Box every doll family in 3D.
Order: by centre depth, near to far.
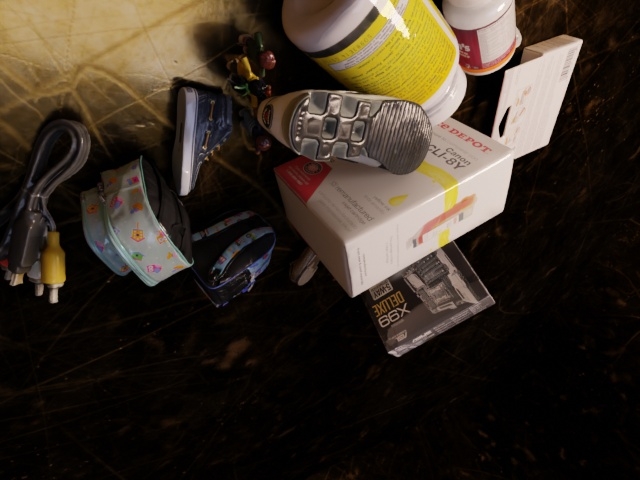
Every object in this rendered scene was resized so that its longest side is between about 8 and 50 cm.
[{"bbox_3d":[-0.105,-0.232,0.674,0.076,0.111,0.192,-28,139,-14],"label":"doll family"}]

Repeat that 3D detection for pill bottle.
[{"bbox_3d":[0.112,-0.325,0.697,0.334,0.188,0.187,21,111,-46],"label":"pill bottle"},{"bbox_3d":[0.297,-0.422,0.773,0.121,0.121,0.221,-47,151,8],"label":"pill bottle"}]

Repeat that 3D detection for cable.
[{"bbox_3d":[-0.431,-0.051,0.632,0.072,0.140,0.286,-14,125,-80],"label":"cable"}]

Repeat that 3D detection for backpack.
[{"bbox_3d":[-0.287,-0.021,0.667,0.145,0.188,0.165,-30,139,-12],"label":"backpack"},{"bbox_3d":[-0.177,0.025,0.830,0.173,0.158,0.116,-37,150,-22],"label":"backpack"}]

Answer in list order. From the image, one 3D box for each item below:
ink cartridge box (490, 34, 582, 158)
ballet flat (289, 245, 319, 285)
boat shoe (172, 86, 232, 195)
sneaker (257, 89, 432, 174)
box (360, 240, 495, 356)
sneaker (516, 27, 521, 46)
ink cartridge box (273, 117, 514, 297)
[{"bbox_3d":[0.527,-0.349,1.086,0.261,0.066,0.296,-25,137,-17],"label":"ink cartridge box"},{"bbox_3d":[0.000,0.000,1.015,0.249,0.058,0.084,-55,153,12],"label":"ballet flat"},{"bbox_3d":[-0.198,-0.160,0.700,0.083,0.065,0.183,-4,123,-34],"label":"boat shoe"},{"bbox_3d":[0.050,-0.190,0.681,0.331,0.146,0.122,1,112,-41],"label":"sneaker"},{"bbox_3d":[0.279,0.143,1.158,0.308,0.242,0.077,-34,142,15],"label":"box"},{"bbox_3d":[0.385,-0.429,0.925,0.158,0.065,0.061,-42,100,-22],"label":"sneaker"},{"bbox_3d":[0.143,-0.106,0.852,0.385,0.279,0.160,-28,137,-15],"label":"ink cartridge box"}]
